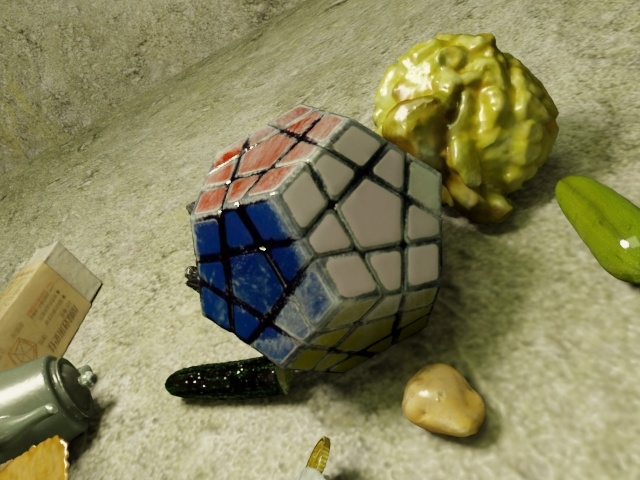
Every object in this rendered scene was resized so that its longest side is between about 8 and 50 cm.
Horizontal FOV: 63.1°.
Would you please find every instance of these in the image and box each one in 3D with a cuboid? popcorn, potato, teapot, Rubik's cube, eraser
[{"bbox_3d":[0.189,-0.143,0.705,0.206,0.236,0.252,123,152,-61],"label":"popcorn"},{"bbox_3d":[0.120,0.159,0.512,0.083,0.062,0.068,30,82,31],"label":"potato"},{"bbox_3d":[-0.406,0.238,0.782,0.148,0.163,0.239,-31,5,-12],"label":"teapot"},{"bbox_3d":[0.000,0.000,0.622,0.318,0.320,0.264,-7,15,34],"label":"Rubik's cube"},{"bbox_3d":[-0.555,0.164,0.996,0.078,0.144,0.344,-20,34,22],"label":"eraser"}]

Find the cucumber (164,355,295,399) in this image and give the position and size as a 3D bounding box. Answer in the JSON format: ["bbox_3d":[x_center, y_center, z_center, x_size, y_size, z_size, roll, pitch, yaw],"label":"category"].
[{"bbox_3d":[-0.124,0.183,0.683,0.214,0.058,0.052,-15,71,30],"label":"cucumber"}]

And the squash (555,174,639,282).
[{"bbox_3d":[0.312,-0.021,0.575,0.066,0.066,0.201,-25,27,12],"label":"squash"}]

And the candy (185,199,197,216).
[{"bbox_3d":[-0.095,-0.108,0.961,0.312,0.061,0.088,-34,24,-31],"label":"candy"}]

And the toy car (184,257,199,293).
[{"bbox_3d":[-0.160,0.030,0.905,0.071,0.063,0.165,5,49,43],"label":"toy car"}]

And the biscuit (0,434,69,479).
[{"bbox_3d":[-0.385,0.383,0.614,0.231,0.013,0.237,-28,54,9],"label":"biscuit"}]

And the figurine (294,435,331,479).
[{"bbox_3d":[-0.048,0.283,0.425,0.143,0.143,0.272,-17,38,23],"label":"figurine"}]
